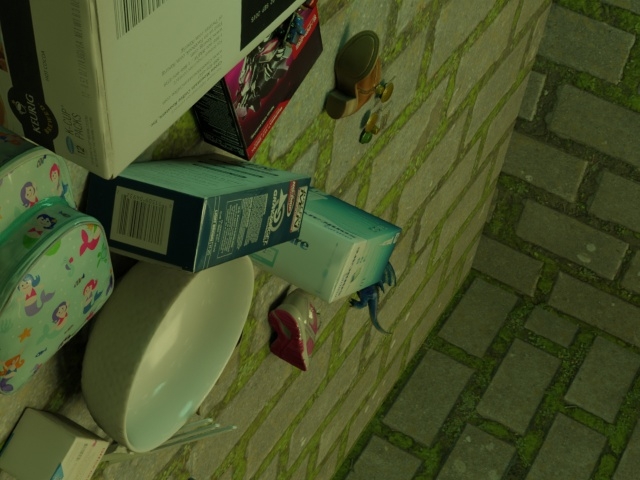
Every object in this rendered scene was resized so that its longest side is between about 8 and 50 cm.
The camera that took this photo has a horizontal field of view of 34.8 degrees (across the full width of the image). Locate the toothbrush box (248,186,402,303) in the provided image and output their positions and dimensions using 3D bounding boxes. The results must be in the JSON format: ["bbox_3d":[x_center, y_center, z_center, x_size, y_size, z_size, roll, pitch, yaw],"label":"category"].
[{"bbox_3d":[0.000,0.000,1.939,0.126,0.216,0.295,-68,164,13],"label":"toothbrush box"}]

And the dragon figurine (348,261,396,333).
[{"bbox_3d":[0.129,0.096,2.497,0.144,0.289,0.085,-29,179,30],"label":"dragon figurine"}]

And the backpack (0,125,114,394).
[{"bbox_3d":[-0.334,0.014,1.034,0.225,0.191,0.254,-50,153,-36],"label":"backpack"}]

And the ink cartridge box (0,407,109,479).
[{"bbox_3d":[-0.380,0.307,1.469,0.092,0.089,0.143,-61,164,-9],"label":"ink cartridge box"}]

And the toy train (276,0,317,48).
[{"bbox_3d":[-0.019,-0.332,1.380,0.158,0.036,0.027,-67,164,7],"label":"toy train"}]

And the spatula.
[{"bbox_3d":[-0.270,0.339,1.692,0.168,0.242,0.019,50,25,-69],"label":"spatula"}]

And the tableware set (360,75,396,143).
[{"bbox_3d":[0.121,-0.284,2.223,0.104,0.024,0.154,-47,158,-36],"label":"tableware set"}]

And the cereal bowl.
[{"bbox_3d":[-0.246,0.139,1.533,0.339,0.141,0.339,-55,161,-29],"label":"cereal bowl"}]

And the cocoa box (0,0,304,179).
[{"bbox_3d":[-0.186,-0.274,0.950,0.347,0.228,0.231,-51,158,-37],"label":"cocoa box"}]

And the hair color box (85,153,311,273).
[{"bbox_3d":[-0.161,-0.047,1.437,0.347,0.173,0.105,-20,124,-66],"label":"hair color box"}]

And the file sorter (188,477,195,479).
[{"bbox_3d":[-0.290,0.619,2.175,0.170,0.104,0.118,-41,153,-53],"label":"file sorter"}]

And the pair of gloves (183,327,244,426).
[{"bbox_3d":[-0.217,0.253,1.964,0.240,0.042,0.204,-47,157,-42],"label":"pair of gloves"}]

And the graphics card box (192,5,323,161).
[{"bbox_3d":[-0.101,-0.300,1.408,0.233,0.094,0.371,-58,162,-20],"label":"graphics card box"}]

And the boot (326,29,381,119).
[{"bbox_3d":[0.084,-0.332,1.959,0.152,0.073,0.197,-38,162,-53],"label":"boot"}]

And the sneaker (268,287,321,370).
[{"bbox_3d":[-0.045,0.202,2.297,0.111,0.103,0.252,-52,160,-31],"label":"sneaker"}]
